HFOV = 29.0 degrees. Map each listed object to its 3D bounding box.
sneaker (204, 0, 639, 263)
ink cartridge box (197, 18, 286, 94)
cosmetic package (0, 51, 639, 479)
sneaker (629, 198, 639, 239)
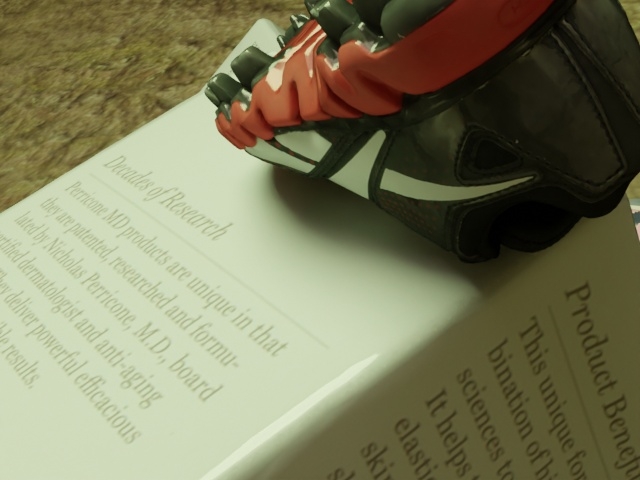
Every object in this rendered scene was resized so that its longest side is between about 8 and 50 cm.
[{"bbox_3d":[0.039,-0.051,0.498,0.098,0.135,0.276,-48,14,-14],"label":"sneaker"},{"bbox_3d":[-0.029,-0.013,0.999,0.211,0.121,0.289,-48,39,15],"label":"ink cartridge box"},{"bbox_3d":[-0.048,0.159,0.648,0.393,0.329,0.327,-34,32,-17],"label":"cosmetic package"},{"bbox_3d":[0.218,0.044,0.852,0.319,0.112,0.131,-3,34,35],"label":"sneaker"}]
